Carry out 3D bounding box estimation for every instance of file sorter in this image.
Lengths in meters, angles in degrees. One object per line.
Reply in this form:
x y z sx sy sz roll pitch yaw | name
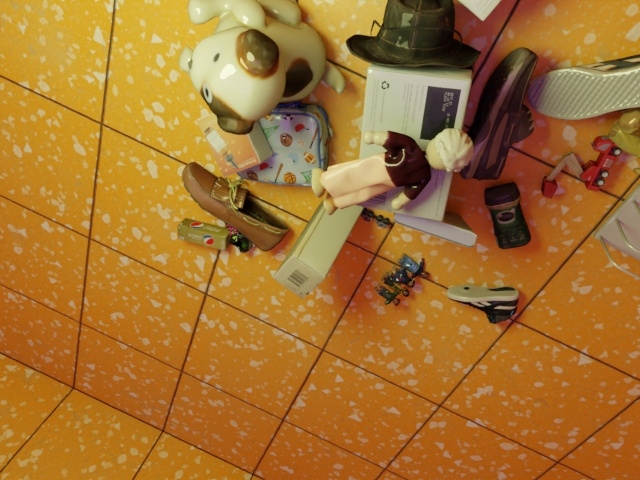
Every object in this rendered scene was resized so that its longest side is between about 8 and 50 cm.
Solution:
0.884 -0.033 1.241 0.192 0.173 0.278 27 125 0 | file sorter

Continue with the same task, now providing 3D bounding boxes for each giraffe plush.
0.812 -0.250 1.127 0.170 0.181 0.210 -41 108 2 | giraffe plush

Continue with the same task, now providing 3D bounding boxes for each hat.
0.208 -0.478 1.072 0.330 0.331 0.134 9 125 11 | hat

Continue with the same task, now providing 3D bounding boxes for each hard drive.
0.298 -0.059 1.324 0.202 0.307 0.040 19 104 5 | hard drive

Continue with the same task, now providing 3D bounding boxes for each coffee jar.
0.525 -0.072 1.382 0.096 0.079 0.185 -12 117 26 | coffee jar

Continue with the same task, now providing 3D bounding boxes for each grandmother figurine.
0.152 -0.156 1.047 0.342 0.104 0.208 -14 142 24 | grandmother figurine

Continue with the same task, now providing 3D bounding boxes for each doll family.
0.267 0.131 1.590 0.111 0.076 0.193 36 121 -1 | doll family

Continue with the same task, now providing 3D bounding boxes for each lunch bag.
-0.113 -0.288 1.425 0.303 0.115 0.243 5 120 15 | lunch bag

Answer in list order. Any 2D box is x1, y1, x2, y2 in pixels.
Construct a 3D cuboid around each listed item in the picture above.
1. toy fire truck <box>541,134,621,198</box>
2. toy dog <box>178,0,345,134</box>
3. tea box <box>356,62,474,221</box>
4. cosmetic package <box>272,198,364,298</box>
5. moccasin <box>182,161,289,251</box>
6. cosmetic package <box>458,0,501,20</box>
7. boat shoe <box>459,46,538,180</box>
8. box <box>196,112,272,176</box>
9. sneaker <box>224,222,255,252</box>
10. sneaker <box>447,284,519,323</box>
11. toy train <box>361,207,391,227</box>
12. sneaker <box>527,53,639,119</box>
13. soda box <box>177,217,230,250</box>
0.676 -0.190 1.282 0.135 0.047 0.192 17 124 8 | toy fire truck
-0.157 -0.409 1.181 0.395 0.408 0.285 37 124 -7 | toy dog
0.233 -0.278 1.194 0.219 0.324 0.329 12 123 13 | tea box
0.000 0.000 1.428 0.113 0.310 0.160 35 141 -7 | cosmetic package
-0.266 -0.119 1.556 0.380 0.139 0.147 41 122 -10 | moccasin
0.345 -0.591 1.052 0.151 0.184 0.151 36 124 -7 | cosmetic package
0.465 -0.306 1.242 0.130 0.132 0.356 13 133 -3 | boat shoe
-0.233 -0.282 1.351 0.130 0.091 0.171 -16 108 25 | box
-0.283 -0.028 1.656 0.063 0.075 0.171 -20 113 27 | sneaker
0.513 0.211 1.558 0.216 0.079 0.121 0 119 15 | sneaker
0.145 -0.077 1.525 0.158 0.027 0.036 24 128 2 | toy train
0.665 -0.357 1.148 0.320 0.127 0.126 9 120 41 | sneaker
-0.399 -0.022 1.703 0.181 0.061 0.058 14 123 8 | soda box
